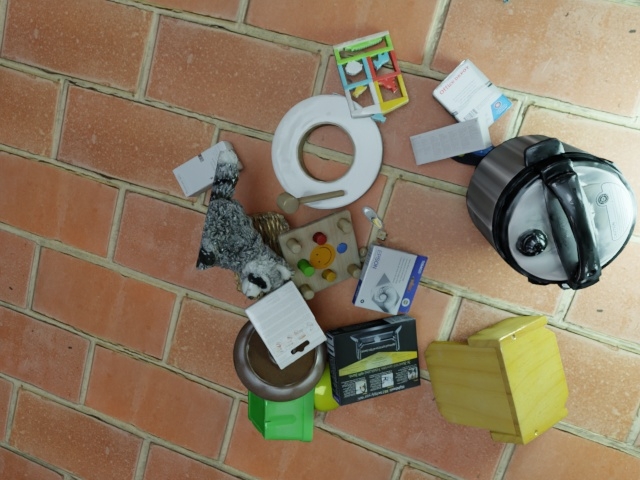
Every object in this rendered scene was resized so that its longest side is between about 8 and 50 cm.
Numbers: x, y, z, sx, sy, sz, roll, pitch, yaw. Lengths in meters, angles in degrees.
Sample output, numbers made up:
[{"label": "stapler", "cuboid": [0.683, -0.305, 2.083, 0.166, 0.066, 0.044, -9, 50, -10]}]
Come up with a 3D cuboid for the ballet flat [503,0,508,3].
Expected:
[{"label": "ballet flat", "cuboid": [0.515, -0.798, 1.497, 0.188, 0.070, 0.070, 40, 104, 9]}]

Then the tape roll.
[{"label": "tape roll", "cuboid": [0.024, -0.303, 1.672, 0.392, 0.072, 0.392, 2, 97, 13]}]

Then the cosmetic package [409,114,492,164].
[{"label": "cosmetic package", "cuboid": [0.407, -0.314, 1.531, 0.239, 0.060, 0.098, -7, 105, 43]}]

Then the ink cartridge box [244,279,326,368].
[{"label": "ink cartridge box", "cuboid": [-0.113, 0.269, 1.569, 0.181, 0.056, 0.224, -32, 93, -11]}]

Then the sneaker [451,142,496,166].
[{"label": "sneaker", "cuboid": [0.502, -0.290, 1.574, 0.209, 0.082, 0.069, 23, 145, 23]}]

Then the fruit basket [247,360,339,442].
[{"label": "fruit basket", "cuboid": [-0.057, 0.512, 1.746, 0.392, 0.283, 0.392, -5, 101, -29]}]

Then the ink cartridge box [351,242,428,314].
[{"label": "ink cartridge box", "cuboid": [0.242, 0.138, 1.645, 0.224, 0.045, 0.223, 13, 102, -17]}]

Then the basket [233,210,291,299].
[{"label": "basket", "cuboid": [-0.206, 0.046, 1.763, 0.214, 0.223, 0.299, -10, 96, -19]}]

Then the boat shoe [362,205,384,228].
[{"label": "boat shoe", "cuboid": [0.182, -0.078, 1.684, 0.035, 0.035, 0.100, -39, 88, 15]}]

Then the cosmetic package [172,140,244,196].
[{"label": "cosmetic package", "cuboid": [-0.409, -0.259, 1.773, 0.231, 0.085, 0.117, -28, 90, 14]}]

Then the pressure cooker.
[{"label": "pressure cooker", "cuboid": [0.632, -0.079, 1.346, 0.370, 0.420, 0.375, 22, 111, -8]}]

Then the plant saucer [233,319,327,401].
[{"label": "plant saucer", "cuboid": [-0.128, 0.363, 1.582, 0.311, 0.050, 0.310, 4, 64, -8]}]

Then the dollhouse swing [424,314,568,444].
[{"label": "dollhouse swing", "cuboid": [0.589, 0.452, 1.650, 0.315, 0.305, 0.346, -17, 94, -27]}]

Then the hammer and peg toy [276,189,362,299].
[{"label": "hammer and peg toy", "cuboid": [0.000, 0.000, 1.593, 0.266, 0.127, 0.361, -21, 120, -15]}]

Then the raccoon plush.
[{"label": "raccoon plush", "cuboid": [-0.211, -0.044, 1.529, 0.299, 0.216, 0.446, 11, 95, -12]}]

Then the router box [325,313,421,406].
[{"label": "router box", "cuboid": [0.183, 0.400, 1.650, 0.309, 0.081, 0.242, -7, 97, -19]}]

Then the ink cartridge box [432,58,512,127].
[{"label": "ink cartridge box", "cuboid": [0.477, -0.445, 1.538, 0.148, 0.086, 0.203, -43, 86, 16]}]

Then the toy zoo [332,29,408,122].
[{"label": "toy zoo", "cuboid": [0.167, -0.521, 1.583, 0.192, 0.030, 0.293, -16, 84, 2]}]

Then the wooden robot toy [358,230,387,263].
[{"label": "wooden robot toy", "cuboid": [0.165, 0.040, 1.690, 0.079, 0.076, 0.173, 25, 102, 20]}]
